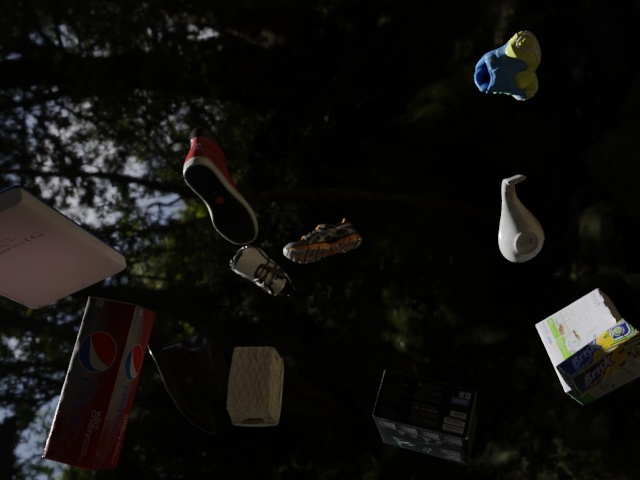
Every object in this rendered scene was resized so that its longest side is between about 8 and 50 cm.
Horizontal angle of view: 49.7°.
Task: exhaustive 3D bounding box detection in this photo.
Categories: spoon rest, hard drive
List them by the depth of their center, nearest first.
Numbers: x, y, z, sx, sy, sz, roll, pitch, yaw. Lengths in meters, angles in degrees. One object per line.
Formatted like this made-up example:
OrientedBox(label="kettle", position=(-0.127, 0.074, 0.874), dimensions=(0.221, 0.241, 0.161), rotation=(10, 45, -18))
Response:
OrientedBox(label="hard drive", position=(-0.517, 0.024, 1.220), dimensions=(0.318, 0.210, 0.040), rotation=(55, -168, -64))
OrientedBox(label="spoon rest", position=(0.569, -0.064, 1.986), dimensions=(0.084, 0.137, 0.276), rotation=(-114, 7, -66))

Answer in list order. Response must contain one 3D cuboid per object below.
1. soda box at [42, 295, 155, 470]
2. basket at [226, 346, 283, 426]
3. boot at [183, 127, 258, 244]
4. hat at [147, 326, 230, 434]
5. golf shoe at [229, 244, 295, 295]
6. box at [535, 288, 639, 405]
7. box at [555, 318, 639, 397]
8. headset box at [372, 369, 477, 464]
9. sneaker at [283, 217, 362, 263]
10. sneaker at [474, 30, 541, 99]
OrientedBox(label="soda box", position=(-0.354, 0.230, 1.121), dimensions=(0.083, 0.092, 0.263), rotation=(55, -134, -73))
OrientedBox(label="basket", position=(-0.153, 0.335, 1.602), dimensions=(0.103, 0.113, 0.167), rotation=(75, -165, -55))
OrientedBox(label="boot", position=(-0.206, -0.121, 1.482), dimensions=(0.176, 0.088, 0.244), rotation=(-98, -18, -51))
OrientedBox(label="hat", position=(-0.308, 0.314, 1.723), dimensions=(0.331, 0.134, 0.331), rotation=(55, 177, 4))
OrientedBox(label="golf shoe", position=(-0.123, 0.073, 1.570), dimensions=(0.094, 0.077, 0.198), rotation=(36, -177, 35))
OrientedBox(label="box", position=(0.819, 0.319, 2.093), dimensions=(0.127, 0.231, 0.262), rotation=(36, -152, -35))
OrientedBox(label="box", position=(0.559, 0.234, 1.375), dimensions=(0.059, 0.169, 0.054), rotation=(53, -178, -27))
OrientedBox(label="headset box", position=(0.287, 0.481, 1.846), dimensions=(0.283, 0.246, 0.131), rotation=(69, -144, -56))
OrientedBox(label="sneaker", position=(0.000, 0.000, 1.844), dimensions=(0.084, 0.215, 0.083), rotation=(115, 139, -60))
OrientedBox(label="sneaker", position=(0.369, -0.337, 1.394), dimensions=(0.240, 0.126, 0.091), rotation=(45, -154, -70))
